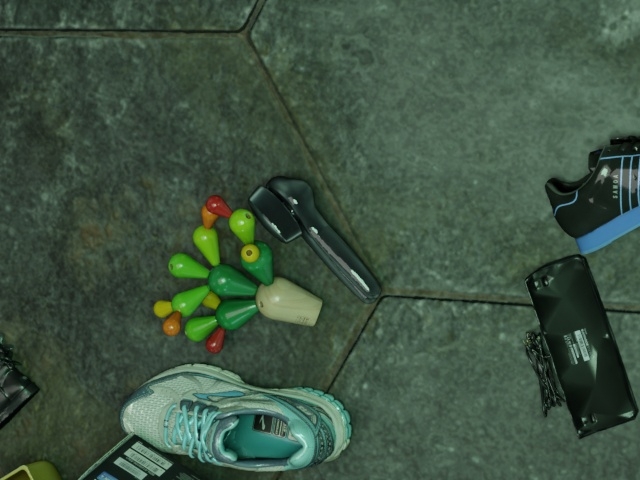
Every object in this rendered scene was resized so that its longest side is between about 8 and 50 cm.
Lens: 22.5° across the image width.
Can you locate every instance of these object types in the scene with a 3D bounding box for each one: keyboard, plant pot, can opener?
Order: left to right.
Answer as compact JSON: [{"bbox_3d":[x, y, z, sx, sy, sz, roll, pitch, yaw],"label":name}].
[{"bbox_3d":[-0.353,0.317,1.984,0.081,0.083,0.081,-32,87,21],"label":"plant pot"},{"bbox_3d":[0.000,0.000,1.825,0.073,0.059,0.186,-45,91,-7],"label":"can opener"},{"bbox_3d":[0.270,0.118,1.757,0.100,0.038,0.192,-18,90,-1],"label":"keyboard"}]

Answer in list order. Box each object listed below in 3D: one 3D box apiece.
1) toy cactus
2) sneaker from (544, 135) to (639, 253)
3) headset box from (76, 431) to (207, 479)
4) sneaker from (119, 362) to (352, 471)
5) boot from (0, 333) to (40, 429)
[{"bbox_3d":[-0.087,0.055,1.830,0.180,0.112,0.219,19,122,-5],"label":"toy cactus"},{"bbox_3d":[0.341,-0.077,1.668,0.232,0.081,0.090,-33,93,23],"label":"sneaker"},{"bbox_3d":[-0.191,0.415,1.882,0.246,0.131,0.283,32,124,13],"label":"headset box"},{"bbox_3d":[-0.114,0.208,1.858,0.283,0.122,0.110,1,98,21],"label":"sneaker"},{"bbox_3d":[-0.418,0.183,2.011,0.121,0.045,0.099,-44,84,13],"label":"boot"}]
